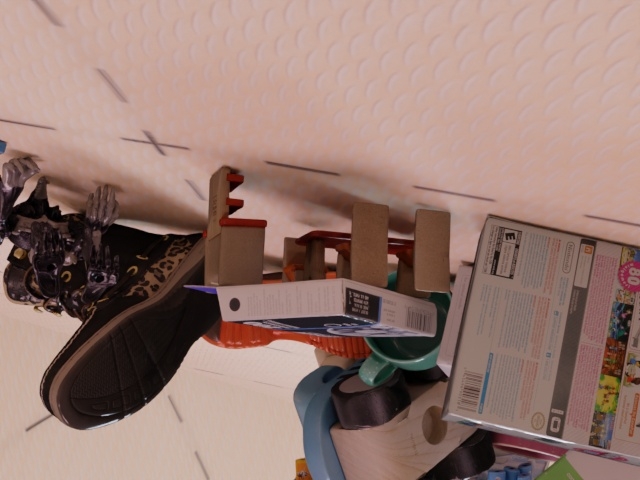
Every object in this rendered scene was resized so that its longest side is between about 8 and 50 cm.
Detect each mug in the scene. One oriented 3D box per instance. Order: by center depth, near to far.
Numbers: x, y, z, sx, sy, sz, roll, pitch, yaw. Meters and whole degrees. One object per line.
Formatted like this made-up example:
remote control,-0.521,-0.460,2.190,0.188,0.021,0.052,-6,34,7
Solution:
mug,0.115,0.117,1.679,0.157,0.130,0.097,-23,159,11

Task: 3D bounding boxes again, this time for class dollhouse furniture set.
dollhouse furniture set,0.000,0.000,1.437,0.259,0.135,0.262,6,170,-18

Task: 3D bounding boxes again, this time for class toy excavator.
toy excavator,0.066,0.250,1.952,0.445,0.222,0.433,-5,-162,44

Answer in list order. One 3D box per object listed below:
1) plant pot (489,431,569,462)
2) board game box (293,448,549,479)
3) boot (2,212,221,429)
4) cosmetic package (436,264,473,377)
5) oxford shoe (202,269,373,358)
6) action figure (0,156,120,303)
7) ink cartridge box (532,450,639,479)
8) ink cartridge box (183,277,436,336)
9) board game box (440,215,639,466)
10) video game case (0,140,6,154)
plant pot,0.336,0.239,1.896,0.201,0.180,0.201,13,168,3
board game box,0.191,0.343,2.092,0.389,0.050,0.390,1,-169,17
boot,-0.311,0.090,1.662,0.284,0.377,0.138,12,132,29
cosmetic package,0.290,0.138,1.608,0.224,0.138,0.224,11,167,18
oxford shoe,0.001,0.089,1.821,0.363,0.130,0.133,3,-162,13
action figure,-0.339,-0.025,1.582,0.164,0.141,0.275,12,-164,-31
ink cartridge box,0.422,0.272,1.580,0.115,0.273,0.198,52,-169,22
ink cartridge box,-0.010,0.078,1.359,0.208,0.045,0.206,-2,169,33
board game box,0.302,0.118,1.330,0.303,0.224,0.097,13,166,5
video game case,-0.476,-0.124,1.550,0.119,0.015,0.166,21,165,-29
